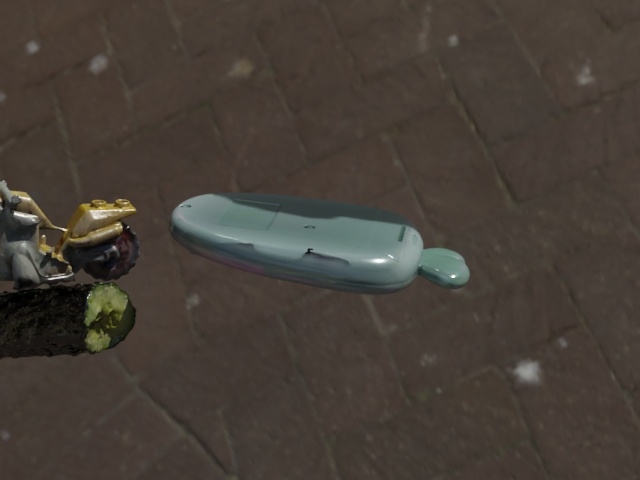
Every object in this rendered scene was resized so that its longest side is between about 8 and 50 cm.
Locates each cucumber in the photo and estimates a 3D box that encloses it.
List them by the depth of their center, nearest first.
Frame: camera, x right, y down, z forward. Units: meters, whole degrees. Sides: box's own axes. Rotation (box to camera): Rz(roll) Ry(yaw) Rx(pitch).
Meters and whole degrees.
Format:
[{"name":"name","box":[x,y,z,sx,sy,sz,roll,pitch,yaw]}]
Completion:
[{"name":"cucumber","box":[-0.317,0.087,1.511,0.303,0.072,0.081,-6,5,40]}]

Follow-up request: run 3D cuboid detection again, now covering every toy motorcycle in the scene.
[{"name":"toy motorcycle","box":[-0.305,-0.015,1.567,0.229,0.130,0.094,-1,14,-21]}]

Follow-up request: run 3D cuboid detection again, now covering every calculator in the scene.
[{"name":"calculator","box":[0.000,0.000,1.426,0.299,0.041,0.185,10,19,7]}]
